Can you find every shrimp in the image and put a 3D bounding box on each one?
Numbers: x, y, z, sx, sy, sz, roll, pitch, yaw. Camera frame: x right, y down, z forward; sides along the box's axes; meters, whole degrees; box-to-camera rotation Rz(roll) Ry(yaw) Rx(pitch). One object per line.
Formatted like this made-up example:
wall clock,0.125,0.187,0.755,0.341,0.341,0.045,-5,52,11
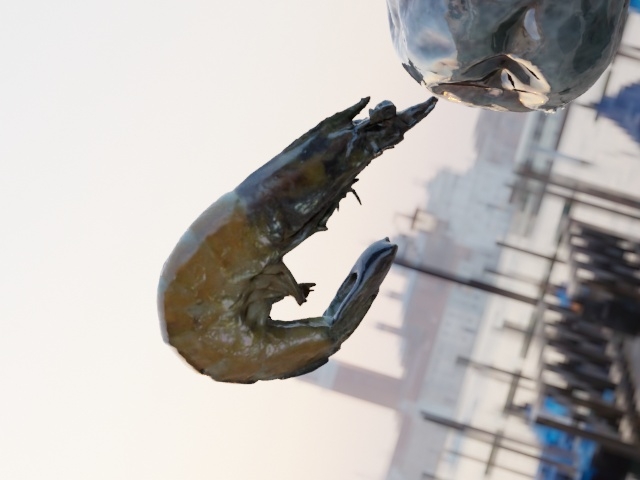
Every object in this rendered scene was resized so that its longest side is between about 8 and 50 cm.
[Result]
shrimp,0.000,0.000,1.892,0.445,0.272,0.085,-46,30,-1

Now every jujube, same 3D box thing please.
jujube,0.163,-0.274,1.335,0.246,0.215,0.308,59,-141,-76
